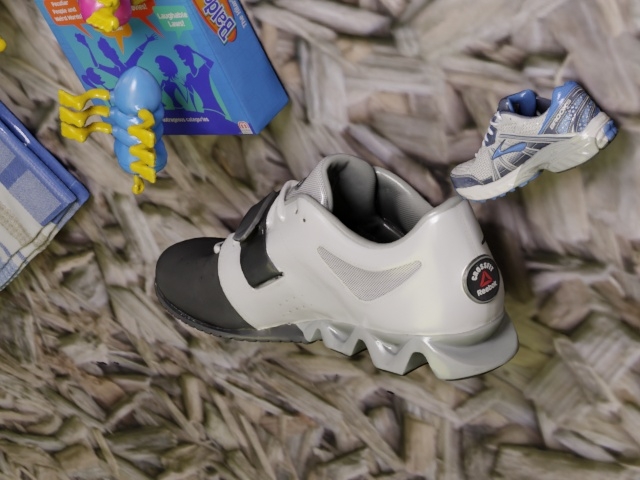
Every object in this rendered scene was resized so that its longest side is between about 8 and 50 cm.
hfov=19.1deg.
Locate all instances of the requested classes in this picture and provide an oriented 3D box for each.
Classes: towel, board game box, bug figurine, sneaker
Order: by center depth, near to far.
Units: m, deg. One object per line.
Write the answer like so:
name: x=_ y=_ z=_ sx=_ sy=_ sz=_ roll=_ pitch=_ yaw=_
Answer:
sneaker: x=0.131 y=-0.069 z=1.239 sx=0.135 sy=0.052 sz=0.058 roll=-24 pitch=102 yaw=45
bug figurine: x=-0.200 y=-0.160 z=1.336 sx=0.279 sy=0.072 sz=0.216 roll=30 pitch=138 yaw=24
board game box: x=-0.133 y=-0.171 z=1.366 sx=0.160 sy=0.047 sz=0.210 roll=2 pitch=130 yaw=43
sneaker: x=0.000 y=0.000 z=1.396 sx=0.330 sy=0.122 sz=0.146 roll=6 pitch=116 yaw=41
towel: x=-0.330 y=-0.054 z=1.702 sx=0.209 sy=0.034 sz=0.285 roll=46 pitch=144 yaw=-4
